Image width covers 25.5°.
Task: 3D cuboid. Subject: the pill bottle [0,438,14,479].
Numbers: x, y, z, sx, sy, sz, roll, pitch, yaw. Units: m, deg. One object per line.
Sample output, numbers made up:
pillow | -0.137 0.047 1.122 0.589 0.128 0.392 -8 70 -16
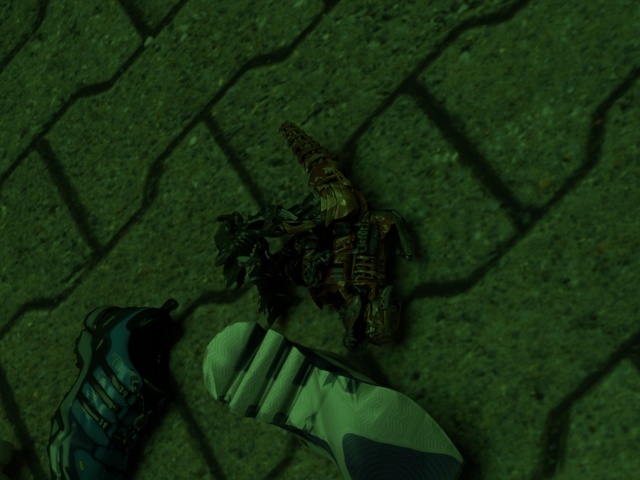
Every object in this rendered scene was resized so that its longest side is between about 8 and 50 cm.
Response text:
pill bottle | -0.491 0.374 1.946 0.117 0.117 0.208 -2 69 39

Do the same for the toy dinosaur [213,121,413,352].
toy dinosaur | 0.000 0.000 1.729 0.218 0.164 0.322 -24 37 12

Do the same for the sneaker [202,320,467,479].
sneaker | 0.030 0.194 1.600 0.315 0.182 0.127 32 94 14

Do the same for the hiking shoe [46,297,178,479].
hiking shoe | -0.267 0.219 1.836 0.132 0.113 0.304 -12 63 36
